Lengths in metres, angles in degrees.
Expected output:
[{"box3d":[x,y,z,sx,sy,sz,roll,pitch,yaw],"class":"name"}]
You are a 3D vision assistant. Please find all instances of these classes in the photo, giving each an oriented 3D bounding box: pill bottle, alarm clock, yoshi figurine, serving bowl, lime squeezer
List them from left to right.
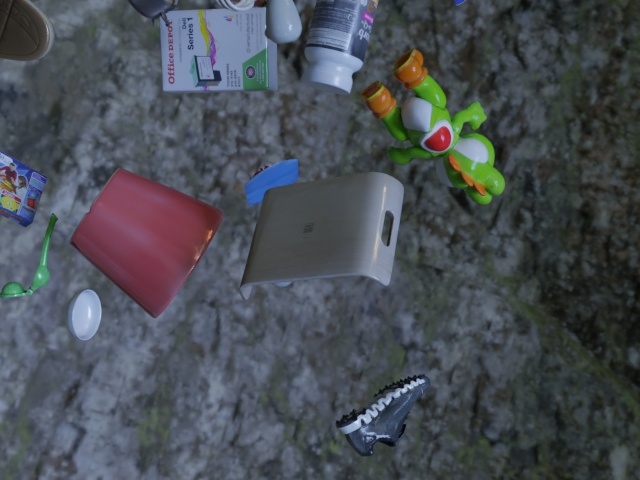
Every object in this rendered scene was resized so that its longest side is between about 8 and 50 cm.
[{"box3d":[-0.675,0.082,1.922,0.310,0.110,0.059,-40,-150,-3],"class":"lime squeezer"},{"box3d":[-0.396,0.122,1.434,0.083,0.027,0.083,1,90,-72],"class":"serving bowl"},{"box3d":[-0.305,-0.448,1.436,0.064,0.192,0.129,-23,-151,13],"class":"alarm clock"},{"box3d":[0.048,-0.539,2.301,0.162,0.162,0.278,-163,-94,-73],"class":"pill bottle"},{"box3d":[0.259,-0.234,1.888,0.203,0.362,0.203,-52,-163,-27],"class":"yoshi figurine"}]

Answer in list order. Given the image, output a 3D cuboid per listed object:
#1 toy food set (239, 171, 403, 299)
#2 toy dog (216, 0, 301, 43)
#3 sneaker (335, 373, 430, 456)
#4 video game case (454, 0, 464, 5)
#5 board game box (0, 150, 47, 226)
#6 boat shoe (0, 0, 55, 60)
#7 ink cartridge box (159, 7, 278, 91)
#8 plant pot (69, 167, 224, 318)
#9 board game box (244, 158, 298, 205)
[{"box3d":[0.000,0.000,1.609,0.306,0.092,0.219,-7,-126,29],"class":"toy food set"},{"box3d":[-0.140,-0.560,1.777,0.161,0.220,0.333,-17,-115,54],"class":"toy dog"},{"box3d":[0.141,0.356,1.749,0.078,0.234,0.106,-23,-87,58],"class":"sneaker"},{"box3d":[0.243,-0.629,1.789,0.061,0.269,0.244,-33,-169,27],"class":"video game case"},{"box3d":[-0.728,-0.135,1.960,0.035,0.201,0.136,-26,-136,37],"class":"board game box"},{"box3d":[-0.592,-0.405,1.514,0.121,0.341,0.110,-68,166,14],"class":"boat shoe"},{"box3d":[-0.255,-0.474,2.177,0.117,0.278,0.201,-39,129,-76],"class":"ink cartridge box"},{"box3d":[-0.379,-0.010,1.853,0.275,0.243,0.275,-53,-168,16],"class":"plant pot"},{"box3d":[-0.115,-0.142,1.947,0.033,0.133,0.168,58,-11,17],"class":"board game box"}]
